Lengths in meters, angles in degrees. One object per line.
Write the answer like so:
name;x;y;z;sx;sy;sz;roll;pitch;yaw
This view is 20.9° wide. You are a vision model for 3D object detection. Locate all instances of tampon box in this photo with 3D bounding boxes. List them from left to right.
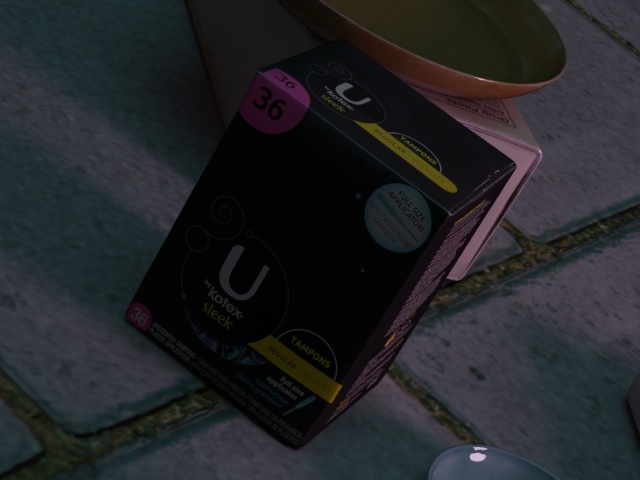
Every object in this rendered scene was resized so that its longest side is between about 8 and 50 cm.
tampon box;0.000;0.000;0.894;0.120;0.161;0.101;36;28;12

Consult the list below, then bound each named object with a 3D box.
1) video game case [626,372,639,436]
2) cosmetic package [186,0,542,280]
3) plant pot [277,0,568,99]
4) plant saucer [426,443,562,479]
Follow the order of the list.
video game case;0.338;0.225;0.991;0.300;0.036;0.329;22;28;-16
cosmetic package;0.016;-0.123;1.168;0.160;0.113;0.309;17;31;-24
plant pot;0.046;-0.157;1.099;0.236;0.032;0.236;23;29;-14
plant saucer;0.102;0.154;0.890;0.119;0.021;0.119;23;29;-14
